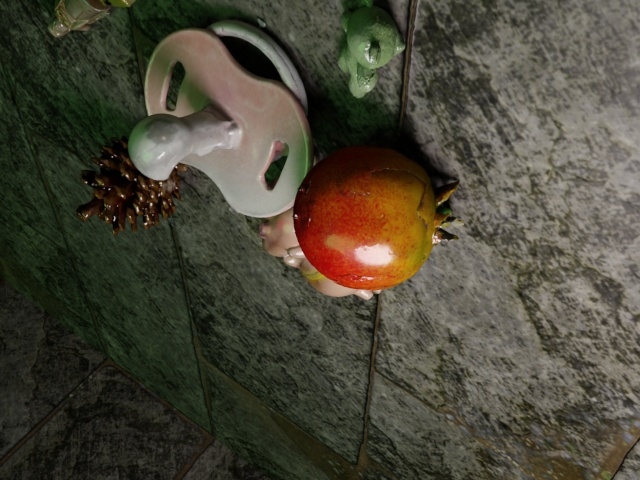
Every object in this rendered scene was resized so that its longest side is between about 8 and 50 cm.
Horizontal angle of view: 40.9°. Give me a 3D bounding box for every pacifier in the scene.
[{"bbox_3d":[-0.158,-0.170,1.287,0.332,0.273,0.220,39,165,16],"label":"pacifier"}]

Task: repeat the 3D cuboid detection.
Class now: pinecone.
[{"bbox_3d":[-0.359,-0.105,1.613,0.168,0.212,0.186,-3,116,51],"label":"pinecone"}]

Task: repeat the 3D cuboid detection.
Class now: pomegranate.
[{"bbox_3d":[0.077,-0.034,1.199,0.235,0.210,0.210,-4,141,-4],"label":"pomegranate"}]

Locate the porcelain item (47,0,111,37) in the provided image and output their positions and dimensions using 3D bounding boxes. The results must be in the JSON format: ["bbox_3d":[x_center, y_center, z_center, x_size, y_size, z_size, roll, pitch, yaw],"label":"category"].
[{"bbox_3d":[-0.428,-0.398,1.487,0.213,0.054,0.084,-10,119,56],"label":"porcelain item"}]

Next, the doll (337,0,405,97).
[{"bbox_3d":[0.060,-0.242,1.090,0.150,0.077,0.115,131,130,-70],"label":"doll"}]

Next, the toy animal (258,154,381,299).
[{"bbox_3d":[0.002,-0.002,1.377,0.248,0.149,0.165,51,141,1],"label":"toy animal"}]

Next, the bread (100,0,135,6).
[{"bbox_3d":[-0.359,-0.453,1.296,0.088,0.049,0.226,20,155,41],"label":"bread"}]
